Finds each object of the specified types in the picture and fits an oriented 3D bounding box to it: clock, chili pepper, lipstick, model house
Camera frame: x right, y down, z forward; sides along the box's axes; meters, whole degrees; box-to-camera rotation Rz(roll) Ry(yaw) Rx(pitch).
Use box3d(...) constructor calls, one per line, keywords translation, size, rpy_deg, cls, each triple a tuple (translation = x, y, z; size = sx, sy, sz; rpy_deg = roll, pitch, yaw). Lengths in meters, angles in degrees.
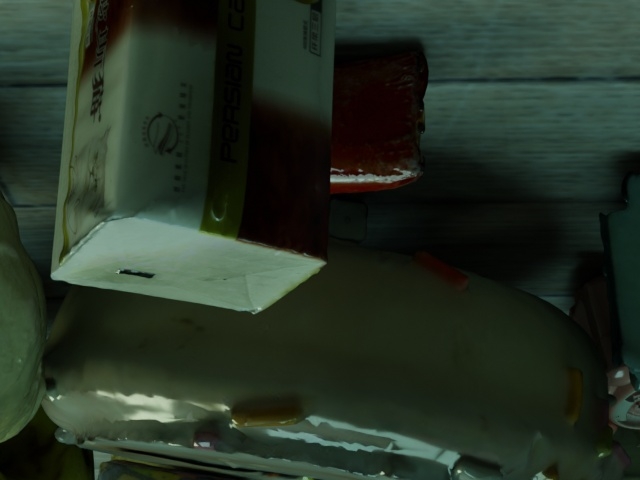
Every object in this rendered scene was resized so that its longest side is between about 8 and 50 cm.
box3d(translation=(0.253, 0.067, 1.211), size=(0.162, 0.092, 0.166), rpy_deg=(-7, 153, -4), cls="clock")
box3d(translation=(-0.007, -0.061, 0.902), size=(0.123, 0.073, 0.070), rpy_deg=(1, -162, 3), cls="chili pepper")
box3d(translation=(0.000, 0.000, 1.122), size=(0.025, 0.025, 0.107), rpy_deg=(8, 163, -17), cls="lipstick")
box3d(translation=(0.226, 0.032, 1.059), size=(0.120, 0.148, 0.148), rpy_deg=(-6, 172, 6), cls="model house")

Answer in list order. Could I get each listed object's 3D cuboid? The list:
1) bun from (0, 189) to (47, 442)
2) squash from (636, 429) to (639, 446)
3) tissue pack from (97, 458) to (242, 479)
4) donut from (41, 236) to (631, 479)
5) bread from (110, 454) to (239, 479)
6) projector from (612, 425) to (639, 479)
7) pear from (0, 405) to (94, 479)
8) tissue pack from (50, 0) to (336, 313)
box3d(translation=(-0.231, 0.021, 1.002), size=(0.116, 0.209, 0.237), rpy_deg=(-33, -156, -36), cls="bun")
box3d(translation=(0.364, 0.162, 1.434), size=(0.252, 0.093, 0.169), rpy_deg=(-1, 146, -1), cls="squash")
box3d(translation=(-0.069, 0.196, 1.076), size=(0.148, 0.108, 0.060), rpy_deg=(8, 172, 6), cls="tissue pack")
box3d(translation=(0.010, 0.088, 1.116), size=(0.383, 0.142, 0.382), rpy_deg=(10, 170, 2), cls="donut")
box3d(translation=(-0.027, 0.173, 1.458), size=(0.246, 0.111, 0.239), rpy_deg=(12, 157, -24), cls="bread")
box3d(translation=(0.265, 0.193, 1.471), size=(0.115, 0.061, 0.147), rpy_deg=(-1, -164, 9), cls="projector")
box3d(translation=(-0.292, 0.157, 1.217), size=(0.284, 0.283, 0.283), rpy_deg=(1, 159, 0), cls="pear")
box3d(translation=(-0.055, -0.056, 0.800), size=(0.106, 0.148, 0.099), rpy_deg=(10, 158, -23), cls="tissue pack")
